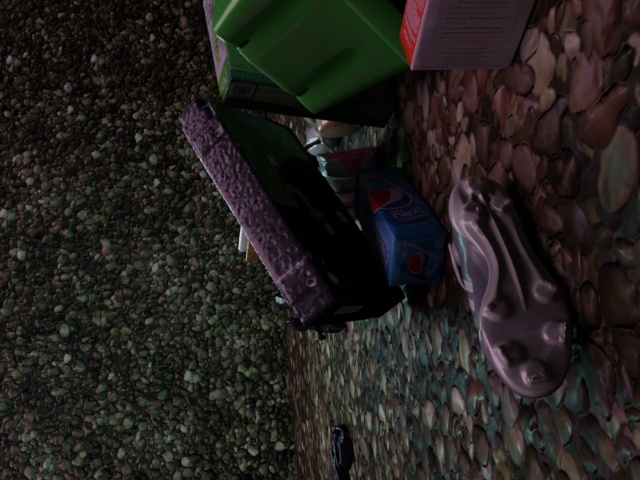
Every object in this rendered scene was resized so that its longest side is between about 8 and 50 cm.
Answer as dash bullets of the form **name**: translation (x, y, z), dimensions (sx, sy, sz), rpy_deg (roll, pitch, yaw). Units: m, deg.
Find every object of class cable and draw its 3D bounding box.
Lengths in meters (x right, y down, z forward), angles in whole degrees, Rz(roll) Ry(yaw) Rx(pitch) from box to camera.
- **cable**: translation (0.044, 0.514, 1.449), dimensions (0.150, 0.047, 0.185), rpy_deg (116, 149, -73)

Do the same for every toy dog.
- **toy dog**: translation (-0.023, -0.238, 1.227), dimensions (0.334, 0.160, 0.220), rpy_deg (100, 164, -56)

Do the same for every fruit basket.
- **fruit basket**: translation (0.035, -0.392, 0.731), dimensions (0.392, 0.283, 0.392), rpy_deg (-28, 45, 33)

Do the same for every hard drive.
- **hard drive**: translation (-0.035, -0.039, 0.881), dimensions (0.339, 0.064, 0.237), rpy_deg (57, -159, 18)

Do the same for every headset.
- **headset**: translation (-0.018, 0.084, 1.546), dimensions (0.394, 0.185, 0.244), rpy_deg (-79, -4, -57)

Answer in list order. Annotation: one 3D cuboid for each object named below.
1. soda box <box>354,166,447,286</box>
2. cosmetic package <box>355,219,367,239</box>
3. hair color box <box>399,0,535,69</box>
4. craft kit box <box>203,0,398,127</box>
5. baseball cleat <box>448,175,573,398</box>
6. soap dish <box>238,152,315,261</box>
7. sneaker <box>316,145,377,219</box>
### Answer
- **soda box**: translation (0.097, -0.025, 0.830), dimensions (0.210, 0.067, 0.071), rpy_deg (-110, 19, -60)
- **cosmetic package**: translation (0.077, -0.004, 1.056), dimensions (0.115, 0.041, 0.060), rpy_deg (142, 125, -80)
- **hair color box**: translation (0.124, -0.217, 0.495), dimensions (0.167, 0.093, 0.053), rpy_deg (99, 165, -53)
- **craft kit box**: translation (-0.036, -0.279, 0.938), dimensions (0.061, 0.249, 0.247), rpy_deg (120, 146, -47)
- **baseball cleat**: translation (0.155, 0.044, 0.534), dimensions (0.109, 0.072, 0.206), rpy_deg (75, -171, -55)
- **soap dish**: translation (-0.109, -0.103, 1.653), dimensions (0.229, 0.118, 0.291), rpy_deg (-41, -38, -70)
- **sneaker**: translation (0.047, -0.088, 1.076), dimensions (0.252, 0.102, 0.111), rpy_deg (111, 151, -84)
